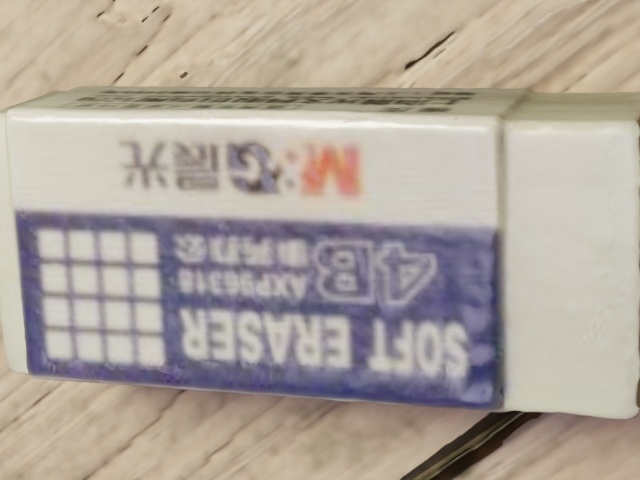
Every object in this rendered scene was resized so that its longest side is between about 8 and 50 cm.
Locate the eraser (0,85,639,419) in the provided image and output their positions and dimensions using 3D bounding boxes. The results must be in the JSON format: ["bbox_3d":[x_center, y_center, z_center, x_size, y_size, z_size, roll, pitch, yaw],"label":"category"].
[{"bbox_3d":[0.000,0.000,0.659,0.279,0.081,0.124,2,105,18],"label":"eraser"}]
